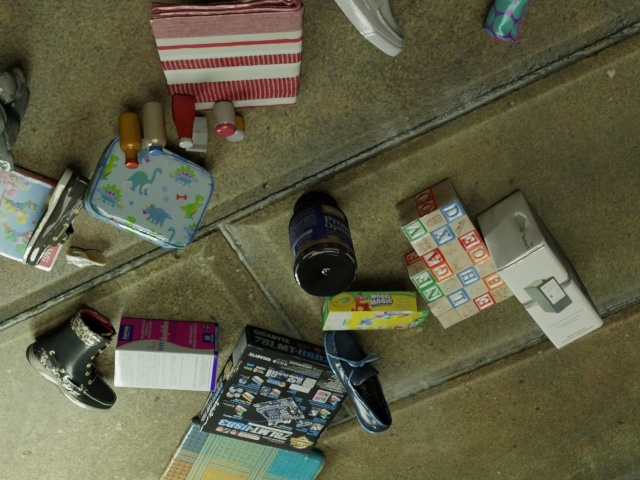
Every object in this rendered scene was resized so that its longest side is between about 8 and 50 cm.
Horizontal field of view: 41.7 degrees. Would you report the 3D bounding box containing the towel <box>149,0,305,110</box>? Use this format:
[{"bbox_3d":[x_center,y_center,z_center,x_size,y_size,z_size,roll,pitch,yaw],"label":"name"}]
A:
[{"bbox_3d":[-0.150,-0.307,1.418,0.237,0.037,0.329,-3,163,-4],"label":"towel"}]

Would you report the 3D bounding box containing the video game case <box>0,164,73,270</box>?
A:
[{"bbox_3d":[-0.634,-0.065,1.647,0.285,0.025,0.204,22,120,-21],"label":"video game case"}]

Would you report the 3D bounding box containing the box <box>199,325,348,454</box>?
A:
[{"bbox_3d":[-0.097,0.363,1.982,0.295,0.073,0.293,18,122,-20],"label":"box"}]

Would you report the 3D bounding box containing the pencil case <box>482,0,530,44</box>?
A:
[{"bbox_3d":[0.348,-0.429,1.479,0.070,0.064,0.152,29,121,4],"label":"pencil case"}]

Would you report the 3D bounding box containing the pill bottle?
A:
[{"bbox_3d":[0.000,0.000,1.646,0.122,0.219,0.123,-3,126,-5],"label":"pill bottle"}]

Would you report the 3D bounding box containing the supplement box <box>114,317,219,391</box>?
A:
[{"bbox_3d":[-0.337,0.252,1.852,0.220,0.111,0.114,3,124,-9],"label":"supplement box"}]

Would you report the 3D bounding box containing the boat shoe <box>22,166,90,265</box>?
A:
[{"bbox_3d":[-0.506,-0.032,1.618,0.068,0.081,0.228,26,116,-18],"label":"boat shoe"}]

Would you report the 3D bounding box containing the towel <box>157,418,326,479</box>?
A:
[{"bbox_3d":[-0.204,0.592,2.155,0.370,0.040,0.271,21,119,-18],"label":"towel"}]

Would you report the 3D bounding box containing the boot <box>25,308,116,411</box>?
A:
[{"bbox_3d":[-0.505,0.268,1.855,0.178,0.085,0.236,-37,115,20],"label":"boot"}]

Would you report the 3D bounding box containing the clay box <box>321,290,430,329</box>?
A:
[{"bbox_3d":[0.119,0.154,1.841,0.222,0.053,0.127,-1,156,-8],"label":"clay box"}]

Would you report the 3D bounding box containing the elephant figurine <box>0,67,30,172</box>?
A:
[{"bbox_3d":[-0.643,-0.253,1.455,0.239,0.186,0.169,14,166,-3],"label":"elephant figurine"}]

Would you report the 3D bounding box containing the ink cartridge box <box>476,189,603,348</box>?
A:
[{"bbox_3d":[0.455,0.060,1.755,0.114,0.198,0.273,-32,122,17],"label":"ink cartridge box"}]

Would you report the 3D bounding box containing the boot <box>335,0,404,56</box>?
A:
[{"bbox_3d":[0.089,-0.437,1.423,0.123,0.095,0.258,-34,121,25],"label":"boot"}]

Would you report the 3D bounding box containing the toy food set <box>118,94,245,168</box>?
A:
[{"bbox_3d":[-0.241,-0.189,1.519,0.232,0.105,0.111,1,157,-22],"label":"toy food set"}]

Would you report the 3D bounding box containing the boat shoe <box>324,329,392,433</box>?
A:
[{"bbox_3d":[0.100,0.303,1.888,0.109,0.089,0.258,-30,90,-29],"label":"boat shoe"}]

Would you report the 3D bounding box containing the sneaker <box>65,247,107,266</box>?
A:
[{"bbox_3d":[-0.485,0.040,1.739,0.083,0.032,0.037,15,136,-11],"label":"sneaker"}]

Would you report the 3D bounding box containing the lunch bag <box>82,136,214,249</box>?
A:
[{"bbox_3d":[-0.320,-0.092,1.587,0.219,0.090,0.176,24,80,-23],"label":"lunch bag"}]

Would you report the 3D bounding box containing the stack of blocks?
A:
[{"bbox_3d":[0.267,0.032,1.781,0.171,0.087,0.297,-28,124,13],"label":"stack of blocks"}]
